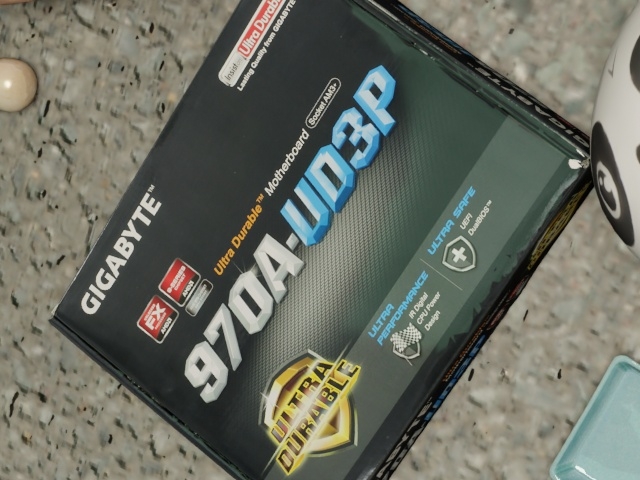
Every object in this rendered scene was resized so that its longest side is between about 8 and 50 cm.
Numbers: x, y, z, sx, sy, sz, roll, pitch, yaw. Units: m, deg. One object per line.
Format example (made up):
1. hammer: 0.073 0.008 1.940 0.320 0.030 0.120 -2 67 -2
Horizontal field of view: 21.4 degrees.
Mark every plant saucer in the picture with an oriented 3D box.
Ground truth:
1. plant saucer: 0.196 0.125 0.730 0.192 0.018 0.067 32 106 15

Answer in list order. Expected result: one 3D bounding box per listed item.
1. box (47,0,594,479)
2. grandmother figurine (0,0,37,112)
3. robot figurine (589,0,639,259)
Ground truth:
1. box: 0.000 0.000 0.778 0.175 0.051 0.220 38 108 14
2. grandmother figurine: -0.203 -0.144 0.805 0.342 0.104 0.208 -4 123 32
3. robot figurine: 0.232 -0.011 0.618 0.278 0.173 0.209 36 88 15
